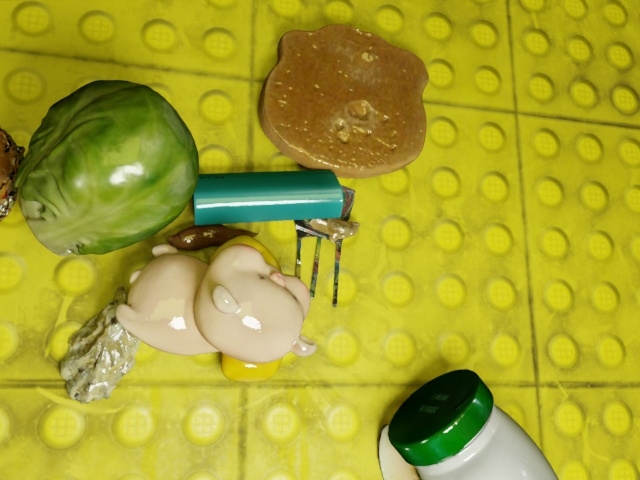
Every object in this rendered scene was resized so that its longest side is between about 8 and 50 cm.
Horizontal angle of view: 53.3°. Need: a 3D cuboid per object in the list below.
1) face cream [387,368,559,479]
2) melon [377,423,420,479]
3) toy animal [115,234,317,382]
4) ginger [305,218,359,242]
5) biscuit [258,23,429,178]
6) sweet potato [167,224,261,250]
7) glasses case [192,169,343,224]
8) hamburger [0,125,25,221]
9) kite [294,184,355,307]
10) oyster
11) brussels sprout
[{"bbox_3d":[0.314,0.443,1.207,0.219,0.312,0.357,-36,97,8],"label":"face cream"},{"bbox_3d":[0.160,0.463,1.278,0.054,0.098,0.182,-15,64,-30],"label":"melon"},{"bbox_3d":[-0.163,0.095,1.173,0.345,0.247,0.277,27,67,-18],"label":"toy animal"},{"bbox_3d":[0.015,-0.037,1.364,0.137,0.044,0.057,24,50,-12],"label":"ginger"},{"bbox_3d":[0.057,-0.313,1.442,0.385,0.062,0.364,12,73,-13],"label":"biscuit"},{"bbox_3d":[-0.215,-0.010,1.304,0.195,0.056,0.056,-3,78,-22],"label":"sweet potato"},{"bbox_3d":[-0.111,-0.098,1.312,0.301,0.070,0.117,-5,44,-13],"label":"glasses case"},{"bbox_3d":[-0.667,-0.126,1.178,0.231,0.107,0.230,3,73,-11],"label":"hamburger"},{"bbox_3d":[0.000,0.000,1.377,0.152,0.015,0.285,6,75,-14],"label":"kite"},{"bbox_3d":[-0.401,0.203,1.190,0.133,0.072,0.209,42,72,0],"label":"oyster"},{"bbox_3d":[-0.388,-0.119,1.156,0.355,0.281,0.289,-37,53,8],"label":"brussels sprout"}]
